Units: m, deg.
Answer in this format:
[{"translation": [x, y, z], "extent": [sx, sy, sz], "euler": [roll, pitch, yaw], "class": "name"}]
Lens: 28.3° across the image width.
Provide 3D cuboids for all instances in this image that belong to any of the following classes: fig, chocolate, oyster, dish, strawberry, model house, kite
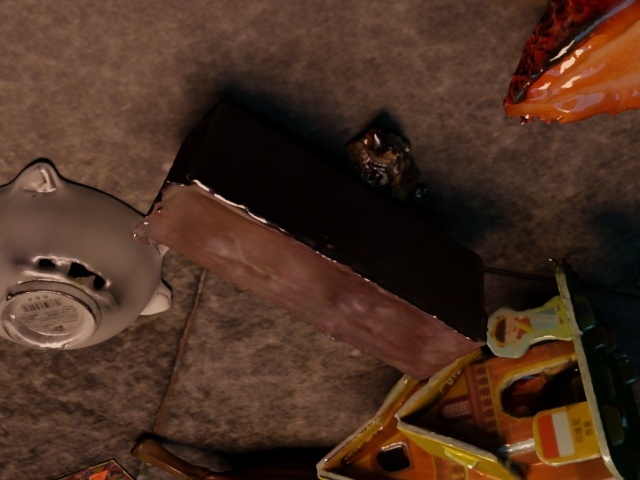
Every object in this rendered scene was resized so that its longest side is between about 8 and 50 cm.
[{"translation": [-0.079, 0.324, 1.450], "extent": [0.321, 0.217, 0.217], "euler": [28, 132, -6], "class": "fig"}, {"translation": [0.000, 0.000, 1.108], "extent": [0.321, 0.111, 0.112], "euler": [29, 140, -21], "class": "chocolate"}, {"translation": [0.050, -0.053, 1.139], "extent": [0.086, 0.029, 0.132], "euler": [-22, 138, 20], "class": "oyster"}, {"translation": [-0.249, 0.037, 1.181], "extent": [0.237, 0.086, 0.227], "euler": [7, 137, -12], "class": "dish"}, {"translation": [0.233, -0.165, 0.984], "extent": [0.140, 0.085, 0.192], "euler": [8, 143, -23], "class": "strawberry"}, {"translation": [0.161, 0.255, 1.227], "extent": [0.324, 0.340, 0.300], "euler": [-18, 150, 18], "class": "model house"}, {"translation": [-0.263, 0.298, 1.530], "extent": [0.222, 0.008, 0.125], "euler": [12, 136, -15], "class": "kite"}]

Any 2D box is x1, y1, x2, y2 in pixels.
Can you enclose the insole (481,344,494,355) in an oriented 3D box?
[{"translation": [0.222, 0.150, 1.394], "extent": [0.232, 0.003, 0.080], "euler": [29, 129, -30], "class": "insole"}]
